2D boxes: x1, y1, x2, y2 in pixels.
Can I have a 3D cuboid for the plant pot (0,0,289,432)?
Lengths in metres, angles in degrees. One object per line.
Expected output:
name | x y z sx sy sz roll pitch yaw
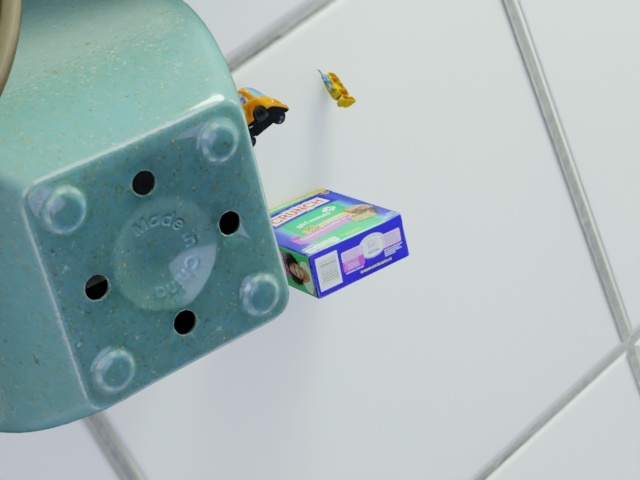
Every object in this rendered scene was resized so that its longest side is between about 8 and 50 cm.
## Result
plant pot | -0.156 -0.022 0.903 0.248 0.252 0.247 -27 117 -27

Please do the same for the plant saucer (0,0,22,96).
plant saucer | -0.288 -0.105 0.794 0.278 0.278 0.041 -56 156 -9

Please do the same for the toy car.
toy car | -0.033 -0.104 1.116 0.122 0.060 0.040 -17 69 -49

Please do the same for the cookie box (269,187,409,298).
cookie box | 0.000 0.000 1.113 0.092 0.107 0.040 -24 115 -29
